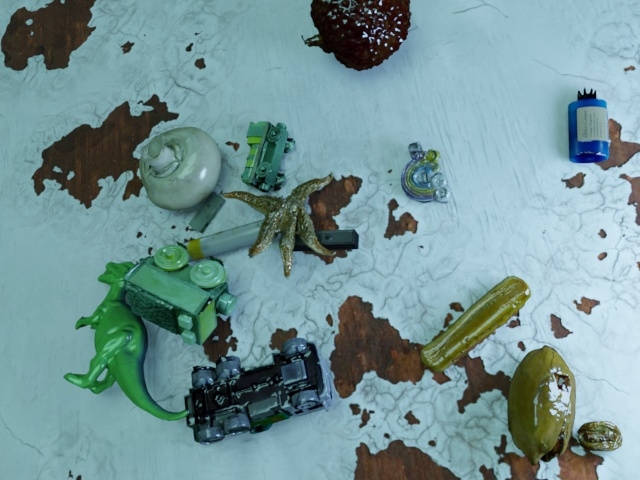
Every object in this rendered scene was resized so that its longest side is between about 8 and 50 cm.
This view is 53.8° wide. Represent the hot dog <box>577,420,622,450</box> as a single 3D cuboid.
[{"bbox_3d":[0.555,0.389,1.254,0.083,0.035,0.058,-7,71,17],"label":"hot dog"}]

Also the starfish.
[{"bbox_3d":[-0.102,-0.043,1.567,0.301,0.084,0.294,-5,53,-2],"label":"starfish"}]

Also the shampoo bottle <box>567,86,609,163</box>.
[{"bbox_3d":[0.629,-0.272,1.483,0.087,0.050,0.183,-2,69,22],"label":"shampoo bottle"}]

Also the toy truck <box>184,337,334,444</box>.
[{"bbox_3d":[-0.147,0.352,1.435,0.363,0.178,0.177,-21,59,10],"label":"toy truck"}]

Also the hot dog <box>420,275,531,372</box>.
[{"bbox_3d":[0.342,0.186,1.395,0.285,0.061,0.088,-36,59,4],"label":"hot dog"}]

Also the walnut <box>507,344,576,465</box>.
[{"bbox_3d":[0.443,0.329,1.270,0.137,0.137,0.246,11,70,23],"label":"walnut"}]

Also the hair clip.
[{"bbox_3d":[0.255,-0.163,1.579,0.116,0.049,0.172,-19,72,26],"label":"hair clip"}]

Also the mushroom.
[{"bbox_3d":[-0.402,-0.208,1.739,0.245,0.202,0.246,-12,65,26],"label":"mushroom"}]

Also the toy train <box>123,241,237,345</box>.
[{"bbox_3d":[-0.348,0.130,1.573,0.271,0.159,0.188,23,48,16],"label":"toy train"}]

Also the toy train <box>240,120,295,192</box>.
[{"bbox_3d":[-0.153,-0.228,1.730,0.132,0.083,0.200,6,71,33],"label":"toy train"}]

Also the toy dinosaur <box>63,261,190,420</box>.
[{"bbox_3d":[-0.443,0.242,1.601,0.499,0.144,0.375,7,57,28],"label":"toy dinosaur"}]

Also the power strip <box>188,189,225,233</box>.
[{"bbox_3d":[-0.312,-0.083,1.756,0.050,0.019,0.136,30,81,28],"label":"power strip"}]

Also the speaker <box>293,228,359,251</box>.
[{"bbox_3d":[0.000,0.000,1.599,0.190,0.046,0.040,-2,68,18],"label":"speaker"}]

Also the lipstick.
[{"bbox_3d":[-0.242,-0.001,1.678,0.263,0.059,0.059,-15,65,13],"label":"lipstick"}]

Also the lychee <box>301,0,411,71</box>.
[{"bbox_3d":[0.094,-0.588,1.684,0.299,0.264,0.265,-20,64,15],"label":"lychee"}]
